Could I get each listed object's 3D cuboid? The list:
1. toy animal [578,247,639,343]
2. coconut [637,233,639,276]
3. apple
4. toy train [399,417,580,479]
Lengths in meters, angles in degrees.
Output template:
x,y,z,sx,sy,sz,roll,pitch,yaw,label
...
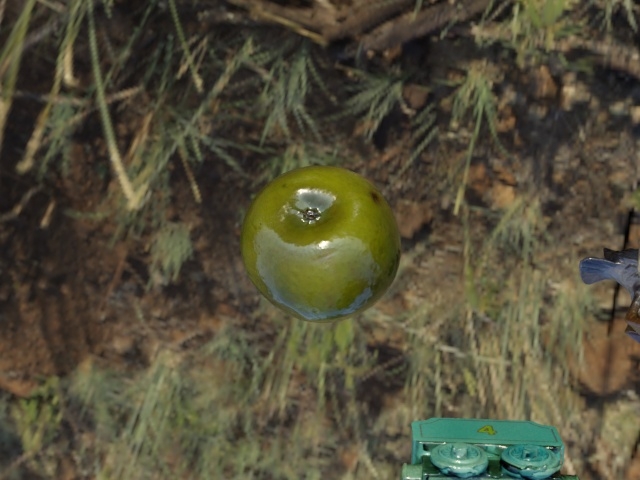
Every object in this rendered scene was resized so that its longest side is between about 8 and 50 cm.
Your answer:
x,y,z,sx,sy,sz,roll,pitch,yaw,label
0.624,0.100,2.131,0.298,0.185,0.122,35,167,31,toy animal
0.479,-0.008,1.324,0.259,0.259,0.259,10,143,7,coconut
0.000,0.000,1.367,0.196,0.196,0.157,6,155,13,apple
0.185,0.259,1.273,0.198,0.154,0.107,2,103,1,toy train
